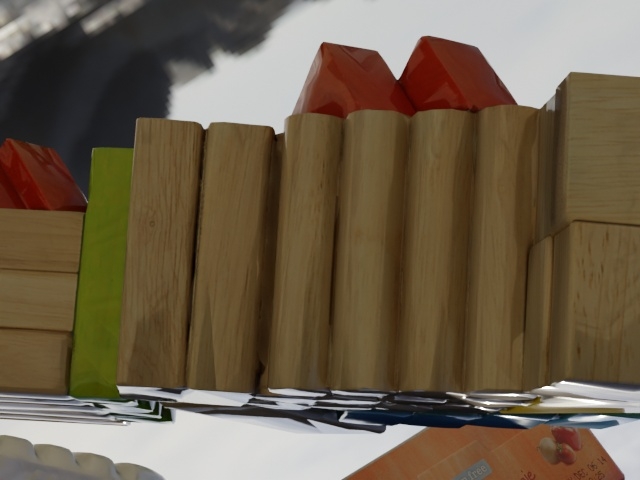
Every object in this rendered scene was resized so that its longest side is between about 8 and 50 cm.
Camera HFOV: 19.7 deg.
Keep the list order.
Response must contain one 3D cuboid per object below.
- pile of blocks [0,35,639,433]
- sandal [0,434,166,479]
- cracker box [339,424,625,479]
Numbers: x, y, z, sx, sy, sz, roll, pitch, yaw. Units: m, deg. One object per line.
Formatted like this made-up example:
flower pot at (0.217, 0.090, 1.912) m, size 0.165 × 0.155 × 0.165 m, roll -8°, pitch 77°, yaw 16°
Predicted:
pile of blocks at (0.000, 0.000, 0.596) m, size 0.362 × 0.113 × 0.149 m, roll -2°, pitch 168°, yaw 29°
sandal at (-0.291, 0.169, 1.168) m, size 0.416 × 0.102 × 0.169 m, roll 9°, pitch 164°, yaw -20°
cracker box at (0.006, 0.156, 0.793) m, size 0.155 × 0.067 × 0.232 m, roll -25°, pitch 164°, yaw -40°
